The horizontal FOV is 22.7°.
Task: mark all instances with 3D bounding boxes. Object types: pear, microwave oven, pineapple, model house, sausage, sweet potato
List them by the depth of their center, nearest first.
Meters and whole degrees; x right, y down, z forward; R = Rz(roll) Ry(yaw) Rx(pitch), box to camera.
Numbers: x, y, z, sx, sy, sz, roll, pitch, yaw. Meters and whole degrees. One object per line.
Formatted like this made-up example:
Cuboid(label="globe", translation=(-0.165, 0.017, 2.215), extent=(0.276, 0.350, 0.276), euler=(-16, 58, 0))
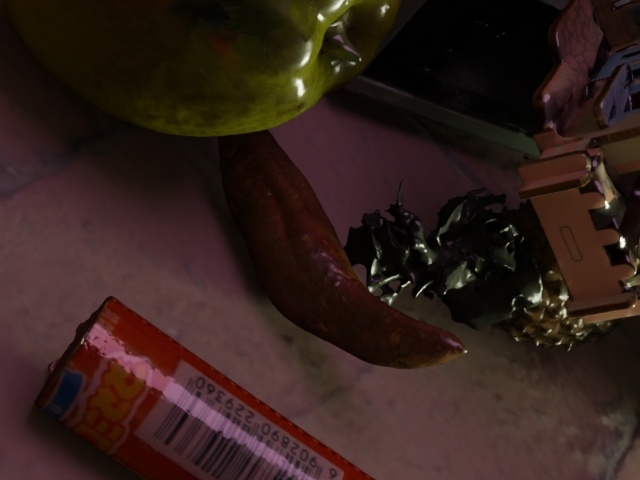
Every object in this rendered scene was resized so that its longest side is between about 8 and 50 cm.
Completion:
Cuboid(label="sausage", translation=(-0.025, 0.133, 0.862), extent=(0.274, 0.074, 0.074), euler=(35, 33, -12))
Cuboid(label="pear", translation=(-0.088, -0.211, 1.024), extent=(0.321, 0.269, 0.269), euler=(46, 31, 21))
Cuboid(label="sweet potato", translation=(-0.006, 0.009, 1.025), extent=(0.255, 0.078, 0.058), euler=(51, 12, 33))
Cuboid(label="model house", translation=(0.293, -0.102, 1.077), extent=(0.326, 0.244, 0.169), euler=(-49, 123, -51))
Cuboid(label="pineapple", translation=(0.118, 0.013, 1.114), extent=(0.251, 0.125, 0.125), euler=(8, 46, -41))
Cuboid(label="microwave oven", translation=(0.143, -0.203, 1.337), extent=(0.295, 0.181, 0.237), euler=(15, 40, -37))
